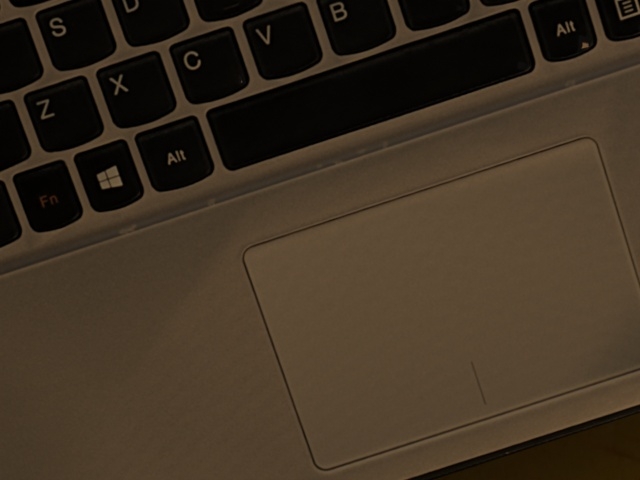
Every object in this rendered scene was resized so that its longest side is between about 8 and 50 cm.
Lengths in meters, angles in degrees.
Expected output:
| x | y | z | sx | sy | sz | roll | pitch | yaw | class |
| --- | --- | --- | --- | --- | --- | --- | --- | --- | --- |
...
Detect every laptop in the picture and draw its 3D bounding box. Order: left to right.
| x | y | z | sx | sy | sz | roll | pitch | yaw | class |
| --- | --- | --- | --- | --- | --- | --- | --- | --- | --- |
| 0.012 | -0.103 | 0.467 | 0.382 | 0.408 | 0.236 | -18 | -169 | 3 | laptop |

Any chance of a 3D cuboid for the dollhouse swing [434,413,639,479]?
| x | y | z | sx | sy | sz | roll | pitch | yaw | class |
| --- | --- | --- | --- | --- | --- | --- | --- | --- | --- |
| 0.039 | 0.094 | 0.798 | 0.347 | 0.315 | 0.305 | -61 | 162 | -25 | dollhouse swing |
